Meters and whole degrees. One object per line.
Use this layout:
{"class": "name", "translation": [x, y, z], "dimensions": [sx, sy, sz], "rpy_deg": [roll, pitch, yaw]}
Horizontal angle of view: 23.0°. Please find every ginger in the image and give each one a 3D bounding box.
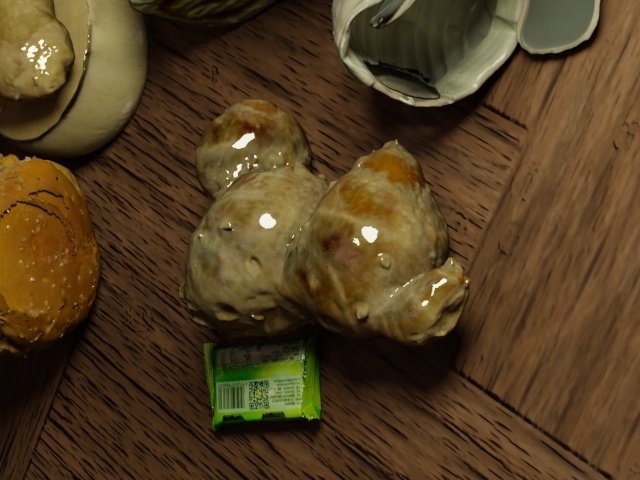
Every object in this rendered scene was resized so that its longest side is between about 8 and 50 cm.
{"class": "ginger", "translation": [0.000, 0.000, 1.607], "dimensions": [0.375, 0.176, 0.256], "rpy_deg": [19, 83, 41]}
{"class": "ginger", "translation": [-0.334, -0.250, 1.846], "dimensions": [0.122, 0.115, 0.193], "rpy_deg": [6, 79, 22]}

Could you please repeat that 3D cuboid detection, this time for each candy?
{"class": "candy", "translation": [-0.065, 0.157, 1.741], "dimensions": [0.178, 0.032, 0.102], "rpy_deg": [-10, 76, 42]}

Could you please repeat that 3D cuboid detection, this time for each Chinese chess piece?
{"class": "Chinese chess piece", "translation": [-0.324, -0.227, 1.953], "dimensions": [0.249, 0.103, 0.250], "rpy_deg": [-5, 82, 41]}

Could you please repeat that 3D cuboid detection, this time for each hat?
{"class": "hat", "translation": [0.129, -0.245, 1.480], "dimensions": [0.275, 0.232, 0.161], "rpy_deg": [-40, 59, 48]}

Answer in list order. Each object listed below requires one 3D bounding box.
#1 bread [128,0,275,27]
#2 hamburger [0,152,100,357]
{"class": "bread", "translation": [-0.149, -0.419, 1.761], "dimensions": [0.155, 0.187, 0.338], "rpy_deg": [-18, 76, 37]}
{"class": "hamburger", "translation": [-0.387, 0.029, 1.902], "dimensions": [0.211, 0.245, 0.260], "rpy_deg": [-7, 44, 38]}
